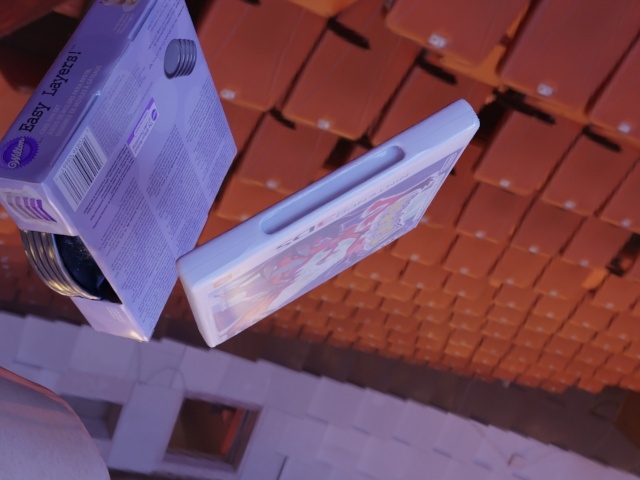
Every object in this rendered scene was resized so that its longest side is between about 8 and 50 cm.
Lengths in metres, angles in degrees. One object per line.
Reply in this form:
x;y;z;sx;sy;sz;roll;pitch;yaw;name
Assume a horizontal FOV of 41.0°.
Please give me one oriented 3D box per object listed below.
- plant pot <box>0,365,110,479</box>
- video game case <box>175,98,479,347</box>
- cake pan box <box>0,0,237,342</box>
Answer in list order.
-0.279;0.165;0.466;0.334;0.333;0.305;24;171;20;plant pot
0.000;0.000;0.545;0.023;0.183;0.201;58;168;11;video game case
-0.174;-0.071;0.790;0.070;0.266;0.245;8;147;19;cake pan box
